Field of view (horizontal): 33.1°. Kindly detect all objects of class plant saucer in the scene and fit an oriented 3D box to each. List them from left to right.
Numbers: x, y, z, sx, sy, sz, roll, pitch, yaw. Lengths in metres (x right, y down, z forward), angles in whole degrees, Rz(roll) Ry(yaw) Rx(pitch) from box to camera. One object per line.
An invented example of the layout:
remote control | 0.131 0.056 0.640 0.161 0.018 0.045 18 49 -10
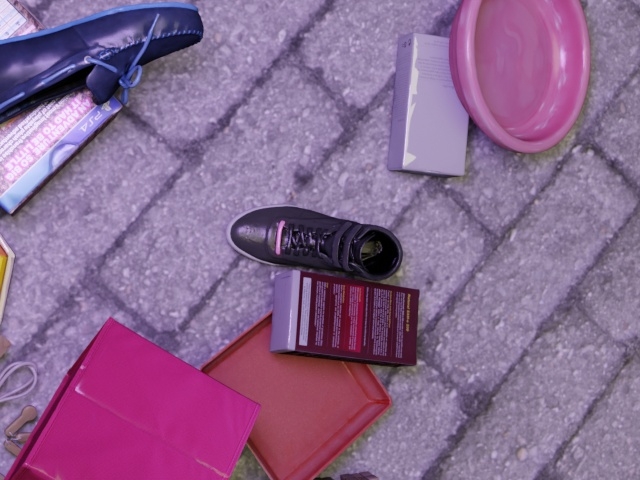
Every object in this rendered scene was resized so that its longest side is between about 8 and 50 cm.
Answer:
plant saucer | -0.043 0.240 1.748 0.258 0.048 0.259 -38 100 -29
plant saucer | 0.326 -0.311 1.807 0.332 0.084 0.332 -2 93 -41

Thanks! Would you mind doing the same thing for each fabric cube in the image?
fabric cube | -0.284 0.312 1.562 0.258 0.254 0.259 32 55 -9

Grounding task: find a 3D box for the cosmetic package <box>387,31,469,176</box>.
cosmetic package | 0.186 -0.226 1.821 0.117 0.085 0.231 7 90 -16

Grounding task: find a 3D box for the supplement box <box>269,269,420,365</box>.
supplement box | 0.042 0.129 1.747 0.239 0.073 0.130 11 76 -26

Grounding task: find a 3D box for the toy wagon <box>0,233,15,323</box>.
toy wagon | -0.641 0.045 1.606 0.345 0.068 0.267 12 87 -15

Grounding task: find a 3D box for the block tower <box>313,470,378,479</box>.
block tower | -0.065 0.445 1.747 0.336 0.091 0.097 -6 91 -15

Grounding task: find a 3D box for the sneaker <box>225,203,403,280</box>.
sneaker | 0.000 0.000 1.737 0.296 0.147 0.104 9 89 -14

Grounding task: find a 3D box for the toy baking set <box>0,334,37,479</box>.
toy baking set | -0.513 0.277 1.648 0.197 0.030 0.256 -20 108 -20

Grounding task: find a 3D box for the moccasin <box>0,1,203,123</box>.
moccasin | -0.324 -0.240 1.523 0.342 0.137 0.116 -18 79 -4

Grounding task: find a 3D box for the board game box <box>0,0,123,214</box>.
board game box | -0.484 -0.218 1.611 0.232 0.141 0.291 -46 101 -11
